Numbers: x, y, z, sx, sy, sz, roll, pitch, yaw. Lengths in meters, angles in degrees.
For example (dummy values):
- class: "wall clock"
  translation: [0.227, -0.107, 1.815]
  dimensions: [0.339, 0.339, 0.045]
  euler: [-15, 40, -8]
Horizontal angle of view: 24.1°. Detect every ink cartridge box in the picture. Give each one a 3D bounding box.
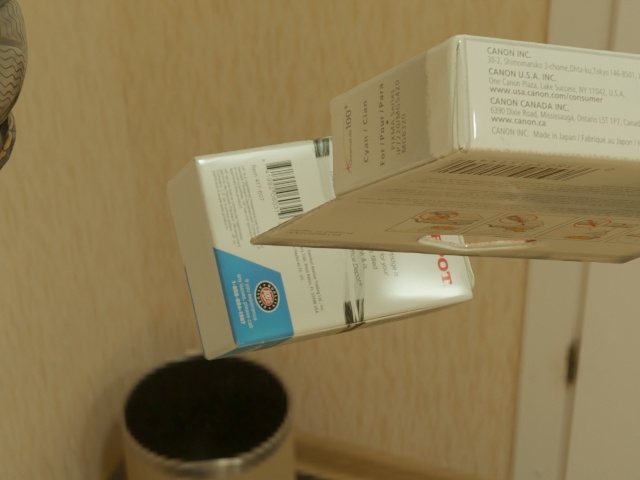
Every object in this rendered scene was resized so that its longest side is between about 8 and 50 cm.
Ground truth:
- class: "ink cartridge box"
  translation: [0.139, -0.043, 0.889]
  dimensions: [0.296, 0.066, 0.261]
  euler: [3, -11, -26]
- class: "ink cartridge box"
  translation: [0.000, 0.000, 1.168]
  dimensions: [0.203, 0.086, 0.148]
  euler: [-9, 81, -24]

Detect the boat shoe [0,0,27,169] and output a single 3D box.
- class: "boat shoe"
  translation: [-0.273, -0.119, 0.662]
  dimensions: [0.132, 0.130, 0.355]
  euler: [-32, 62, -35]
